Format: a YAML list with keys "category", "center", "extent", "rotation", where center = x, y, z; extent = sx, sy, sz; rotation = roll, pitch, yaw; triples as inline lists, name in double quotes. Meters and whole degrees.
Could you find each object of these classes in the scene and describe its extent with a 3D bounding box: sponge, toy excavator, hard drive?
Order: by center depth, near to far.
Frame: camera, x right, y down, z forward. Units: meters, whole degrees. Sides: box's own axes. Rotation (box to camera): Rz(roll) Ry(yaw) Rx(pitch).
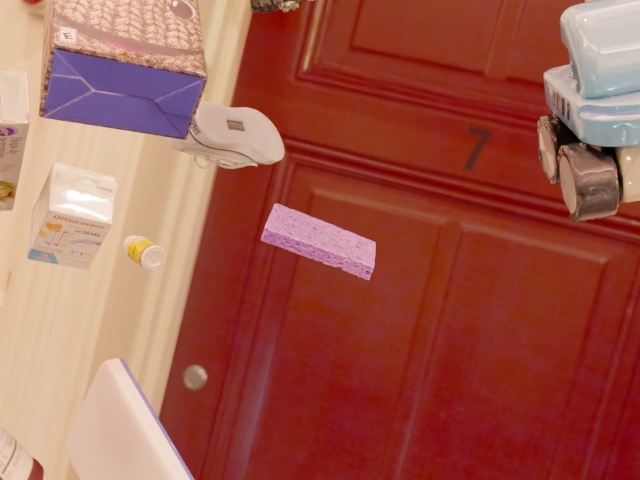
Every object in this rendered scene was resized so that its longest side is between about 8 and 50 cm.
- category: "toy excavator"
  center: [0.410, -0.305, 1.084]
  extent: [0.222, 0.445, 0.433]
  rotation: [-9, 23, 7]
- category: "hard drive"
  center: [-0.259, 0.356, 1.104]
  extent: [0.040, 0.210, 0.319]
  rotation: [-5, 45, -45]
- category: "sponge"
  center: [0.000, 0.000, 1.422]
  extent: [0.210, 0.031, 0.117]
  rotation: [20, 26, -5]

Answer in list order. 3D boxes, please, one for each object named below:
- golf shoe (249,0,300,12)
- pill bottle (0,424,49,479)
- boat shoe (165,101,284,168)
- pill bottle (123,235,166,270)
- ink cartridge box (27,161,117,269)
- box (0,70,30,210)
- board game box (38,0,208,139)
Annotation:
- category: "golf shoe"
  center: [0.001, -0.385, 1.017]
  extent: [0.273, 0.120, 0.105]
  rotation: [-37, 22, -28]
- category: "pill bottle"
  center: [-0.412, 0.245, 0.745]
  extent: [0.392, 0.224, 0.224]
  rotation: [53, -7, -16]
- category: "boat shoe"
  center: [-0.232, -0.226, 1.815]
  extent: [0.156, 0.136, 0.367]
  rotation: [-19, -7, 27]
- category: "pill bottle"
  center: [-0.430, 0.027, 1.874]
  extent: [0.065, 0.065, 0.116]
  rotation: [10, 10, -44]
- category: "ink cartridge box"
  center: [-0.359, -0.038, 1.122]
  extent: [0.092, 0.090, 0.143]
  rotation: [13, -40, -27]
- category: "box"
  center: [-0.409, -0.112, 0.968]
  extent: [0.063, 0.067, 0.324]
  rotation: [-3, -15, -26]
- category: "board game box"
  center: [-0.321, -0.327, 1.250]
  extent: [0.232, 0.141, 0.291]
  rotation: [6, 49, -24]
